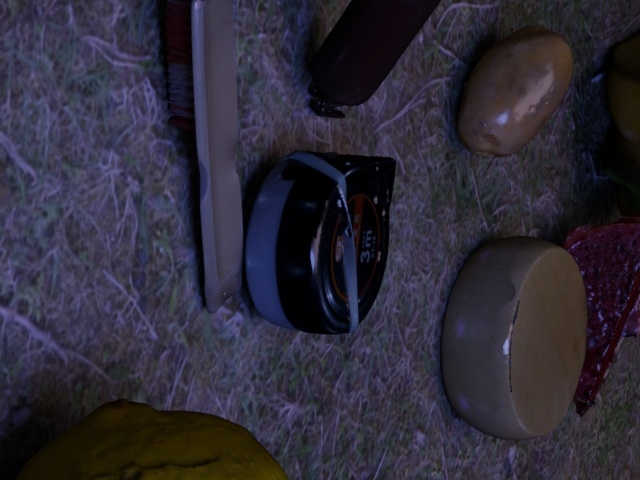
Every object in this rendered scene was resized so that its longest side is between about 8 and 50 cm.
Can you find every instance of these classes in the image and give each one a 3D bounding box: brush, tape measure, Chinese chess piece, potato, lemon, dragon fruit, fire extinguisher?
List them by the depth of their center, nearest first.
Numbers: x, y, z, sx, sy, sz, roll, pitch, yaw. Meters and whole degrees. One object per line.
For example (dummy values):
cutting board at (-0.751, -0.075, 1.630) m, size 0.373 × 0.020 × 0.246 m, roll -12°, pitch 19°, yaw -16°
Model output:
lemon at (-0.135, 0.271, 1.455) m, size 0.293 × 0.293 × 0.293 m, roll -21°, pitch 114°, yaw -55°
brush at (-0.106, -0.083, 1.637) m, size 0.060 × 0.050 × 0.321 m, roll -44°, pitch 140°, yaw -49°
fire extinguisher at (0.059, -0.206, 1.748) m, size 0.089 × 0.072 × 0.268 m, roll -22°, pitch 155°, yaw -47°
tape measure at (-0.002, 0.001, 1.762) m, size 0.181 × 0.107 × 0.182 m, roll 3°, pitch 95°, yaw -62°
potato at (0.224, -0.173, 2.090) m, size 0.109 × 0.118 × 0.178 m, roll 38°, pitch 74°, yaw -16°
Chinese chess piece at (0.238, 0.118, 2.194) m, size 0.251 × 0.097 × 0.251 m, roll -19°, pitch 113°, yaw -56°
dragon fruit at (0.356, 0.083, 2.367) m, size 0.161 × 0.126 × 0.274 m, roll -3°, pitch 114°, yaw -68°

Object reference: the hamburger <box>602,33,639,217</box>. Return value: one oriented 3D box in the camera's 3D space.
hamburger at (0.573, -0.129, 2.410) m, size 0.396 × 0.395 × 0.277 m, roll -37°, pitch 125°, yaw -49°
